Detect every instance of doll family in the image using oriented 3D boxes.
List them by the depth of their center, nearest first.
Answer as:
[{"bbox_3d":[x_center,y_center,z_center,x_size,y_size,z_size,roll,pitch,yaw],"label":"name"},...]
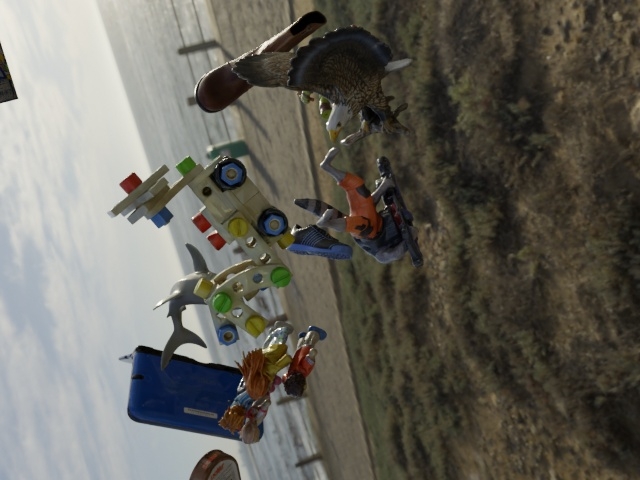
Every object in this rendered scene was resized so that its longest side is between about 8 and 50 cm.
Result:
[{"bbox_3d":[-0.106,0.240,1.139,0.263,0.118,0.163,-53,9,37],"label":"doll family"}]

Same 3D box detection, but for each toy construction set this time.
[{"bbox_3d":[-0.164,-0.004,1.036,0.328,0.215,0.151,52,175,-30],"label":"toy construction set"}]

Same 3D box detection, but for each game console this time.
[{"bbox_3d":[-0.292,0.344,1.484,0.173,0.293,0.250,-55,29,35],"label":"game console"}]

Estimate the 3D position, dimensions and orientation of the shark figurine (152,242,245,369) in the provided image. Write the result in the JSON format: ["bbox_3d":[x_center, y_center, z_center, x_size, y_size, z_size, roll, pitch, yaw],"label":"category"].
[{"bbox_3d":[-0.262,0.123,1.249,0.166,0.116,0.278,53,137,6],"label":"shark figurine"}]

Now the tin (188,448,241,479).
[{"bbox_3d":[-0.183,0.465,1.220,0.040,0.106,0.190,8,119,29],"label":"tin"}]

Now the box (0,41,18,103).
[{"bbox_3d":[-0.608,-0.330,1.215,0.054,0.059,0.169,-50,-46,-62],"label":"box"}]

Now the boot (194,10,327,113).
[{"bbox_3d":[-0.139,-0.412,1.574,0.280,0.264,0.096,-17,105,48],"label":"boot"}]

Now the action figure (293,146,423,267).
[{"bbox_3d":[0.106,-0.073,1.603,0.330,0.178,0.341,38,-150,-37],"label":"action figure"}]

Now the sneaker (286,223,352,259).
[{"bbox_3d":[0.000,0.000,1.999,0.081,0.232,0.090,31,-110,-53],"label":"sneaker"}]

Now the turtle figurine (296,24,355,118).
[{"bbox_3d":[0.020,-0.456,1.870,0.269,0.087,0.217,-43,48,30],"label":"turtle figurine"}]

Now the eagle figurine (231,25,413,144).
[{"bbox_3d":[0.029,-0.280,1.203,0.298,0.226,0.225,35,-152,-33],"label":"eagle figurine"}]
